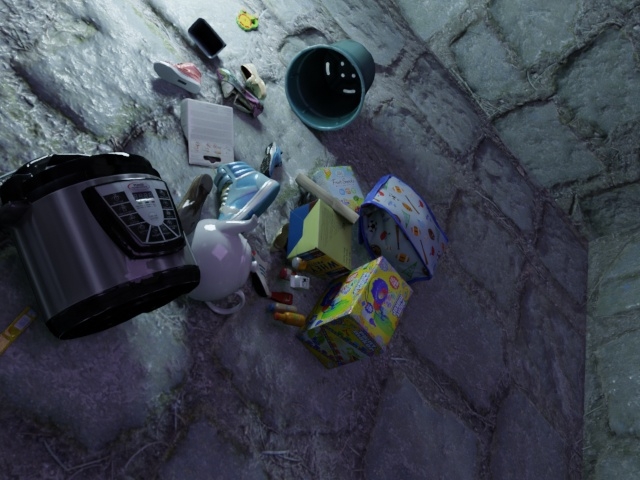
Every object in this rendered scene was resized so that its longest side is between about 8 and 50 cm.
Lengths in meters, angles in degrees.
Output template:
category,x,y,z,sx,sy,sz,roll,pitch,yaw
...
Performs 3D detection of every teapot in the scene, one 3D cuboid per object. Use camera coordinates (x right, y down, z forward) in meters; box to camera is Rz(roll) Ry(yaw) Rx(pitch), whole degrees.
category,x,y,z,sx,sy,sz,roll,pitch,yaw
teapot,-0.276,0.068,1.450,0.187,0.256,0.252,11,72,-10

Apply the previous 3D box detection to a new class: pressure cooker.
category,x,y,z,sx,sy,sz,roll,pitch,yaw
pressure cooker,-0.526,-0.016,1.206,0.376,0.370,0.420,-23,82,-14

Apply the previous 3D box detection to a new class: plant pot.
category,x,y,z,sx,sy,sz,roll,pitch,yaw
plant pot,0.070,-0.684,2.137,0.341,0.341,0.334,48,38,-11

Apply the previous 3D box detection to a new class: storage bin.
category,x,y,z,sx,sy,sz,roll,pitch,yaw
storage bin,-0.418,-0.750,1.893,0.135,0.098,0.091,48,17,-11

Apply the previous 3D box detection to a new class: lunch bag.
category,x,y,z,sx,sy,sz,roll,pitch,yaw
lunch bag,0.309,-0.050,2.042,0.385,0.239,0.328,59,33,-14

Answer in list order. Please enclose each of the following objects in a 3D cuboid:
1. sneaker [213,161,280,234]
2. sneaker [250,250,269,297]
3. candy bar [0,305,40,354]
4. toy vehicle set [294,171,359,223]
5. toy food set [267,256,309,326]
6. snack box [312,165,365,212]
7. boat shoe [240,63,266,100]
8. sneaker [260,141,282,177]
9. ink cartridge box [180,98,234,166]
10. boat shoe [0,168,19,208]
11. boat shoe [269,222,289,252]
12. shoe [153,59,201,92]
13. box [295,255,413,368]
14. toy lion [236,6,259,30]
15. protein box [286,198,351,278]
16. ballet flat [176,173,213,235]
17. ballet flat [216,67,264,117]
category,x,y,z,sx,sy,sz,roll,pitch,yaw
sneaker,-0.304,-0.130,1.655,0.208,0.127,0.319,38,59,7
sneaker,-0.193,0.104,1.658,0.075,0.057,0.161,-21,81,-40
candy bar,-0.713,0.216,1.163,0.040,0.018,0.161,45,45,-19
toy vehicle set,0.026,-0.152,1.875,0.267,0.035,0.166,37,1,2
toy food set,-0.113,0.164,1.656,0.105,0.111,0.232,17,66,-34
snack box,0.083,-0.195,2.054,0.175,0.070,0.207,-13,76,-44
boat shoe,-0.266,-0.618,1.975,0.059,0.063,0.170,-12,67,-42
sneaker,-0.172,-0.294,1.885,0.073,0.063,0.162,33,50,-29
ink cartridge box,-0.388,-0.362,1.751,0.181,0.056,0.224,1,87,-42
boat shoe,-0.770,-0.081,1.196,0.121,0.119,0.335,47,45,-13
boat shoe,-0.134,-0.010,1.788,0.056,0.048,0.153,42,40,-11
shoe,-0.492,-0.587,1.755,0.178,0.063,0.081,23,53,-38
box,0.118,0.245,1.703,0.177,0.279,0.290,48,45,-12
toy lion,-0.306,-0.919,2.118,0.100,0.034,0.096,13,67,-38
protein box,0.000,0.000,1.798,0.201,0.136,0.199,34,48,-43
ballet flat,-0.410,-0.110,1.587,0.084,0.058,0.249,50,46,-42
ballet flat,-0.311,-0.545,1.893,0.221,0.077,0.079,41,66,-19
